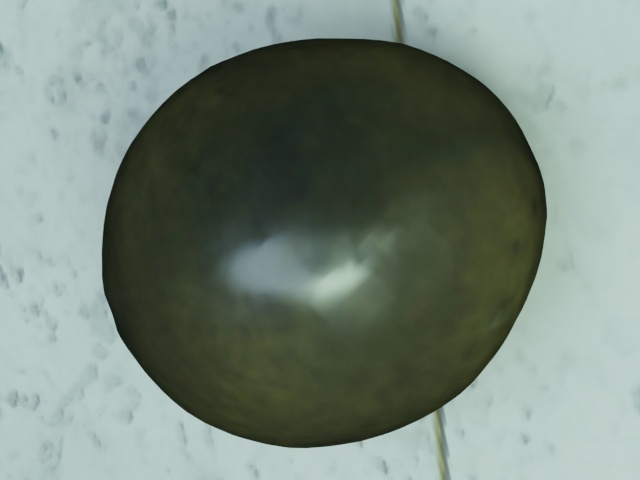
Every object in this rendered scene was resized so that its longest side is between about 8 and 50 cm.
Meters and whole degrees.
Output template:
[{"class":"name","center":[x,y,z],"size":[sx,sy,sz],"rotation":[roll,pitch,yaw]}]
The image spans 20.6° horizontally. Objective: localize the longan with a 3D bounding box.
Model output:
[{"class":"longan","center":[0.000,0.000,0.720],"size":[0.187,0.167,0.167],"rotation":[-22,85,10]}]
